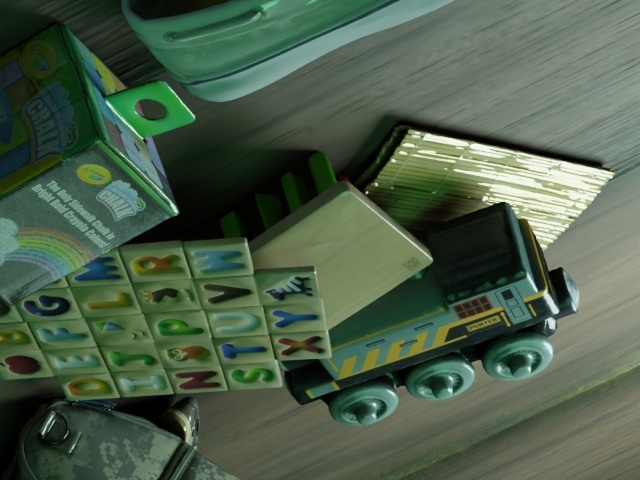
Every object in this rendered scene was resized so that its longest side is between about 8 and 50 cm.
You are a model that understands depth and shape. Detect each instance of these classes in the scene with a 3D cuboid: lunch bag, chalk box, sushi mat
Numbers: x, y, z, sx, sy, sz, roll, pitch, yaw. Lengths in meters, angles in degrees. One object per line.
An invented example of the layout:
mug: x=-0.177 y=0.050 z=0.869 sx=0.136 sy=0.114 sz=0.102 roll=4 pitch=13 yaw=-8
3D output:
lunch bag: x=-0.251 y=0.332 z=1.664 sx=0.256 sy=0.213 sz=0.305 roll=31 pitch=133 yaw=-4
chalk box: x=-0.206 y=-0.070 z=1.191 sx=0.213 sy=0.132 sz=0.132 roll=-29 pitch=147 yaw=7
sushi mat: x=0.159 y=-0.044 z=1.557 sx=0.316 sy=0.019 sz=0.151 roll=8 pitch=133 yaw=-41

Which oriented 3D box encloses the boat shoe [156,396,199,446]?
boat shoe: x=-0.164 y=0.233 z=1.732 sx=0.049 sy=0.056 sz=0.152 roll=-43 pitch=167 yaw=-35

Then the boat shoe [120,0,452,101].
boat shoe: x=0.009 y=-0.241 z=1.092 sx=0.367 sy=0.136 sz=0.156 roll=-24 pitch=146 yaw=20

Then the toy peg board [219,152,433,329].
toy peg board: x=-0.005 y=0.001 z=1.454 sx=0.161 sy=0.079 sz=0.160 roll=-33 pitch=140 yaw=18

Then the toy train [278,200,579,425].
toy train: x=0.100 y=0.079 z=1.581 sx=0.333 sy=0.142 sz=0.190 roll=-19 pitch=140 yaw=14

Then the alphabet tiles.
alphabet tiles: x=-0.166 y=0.083 z=1.452 sx=0.342 sy=0.011 sz=0.285 roll=-4 pitch=148 yaw=3
